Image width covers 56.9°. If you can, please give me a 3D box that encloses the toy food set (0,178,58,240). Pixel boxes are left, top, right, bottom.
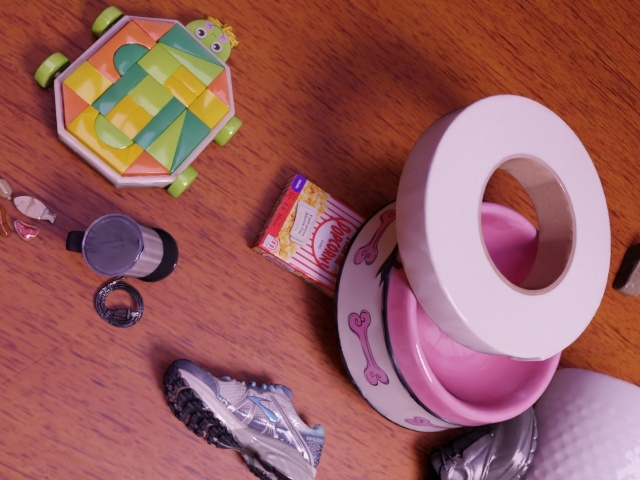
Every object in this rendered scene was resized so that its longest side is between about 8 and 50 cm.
[{"bbox_3d":[-0.445,-0.041,0.830,0.122,0.019,0.077,38,68,-22],"label":"toy food set"}]

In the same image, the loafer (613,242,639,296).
[{"bbox_3d":[0.702,0.063,1.308,0.050,0.056,0.148,41,77,-13],"label":"loafer"}]

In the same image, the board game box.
[{"bbox_3d":[0.000,0.000,1.005,0.194,0.045,0.146,32,69,-18],"label":"board game box"}]

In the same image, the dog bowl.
[{"bbox_3d":[0.230,0.113,0.960,0.408,0.150,0.407,4,82,-31],"label":"dog bowl"}]

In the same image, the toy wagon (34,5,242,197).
[{"bbox_3d":[-0.248,-0.245,0.925,0.267,0.068,0.344,42,67,-13],"label":"toy wagon"}]

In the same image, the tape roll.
[{"bbox_3d":[0.285,-0.019,0.880,0.392,0.072,0.391,4,81,-30],"label":"tape roll"}]

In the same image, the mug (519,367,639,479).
[{"bbox_3d":[0.493,0.463,1.031,0.374,0.276,0.328,44,69,-23],"label":"mug"}]

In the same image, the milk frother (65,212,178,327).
[{"bbox_3d":[-0.277,0.047,0.824,0.129,0.135,0.143,-11,82,6],"label":"milk frother"}]

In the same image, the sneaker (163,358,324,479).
[{"bbox_3d":[-0.110,0.260,0.896,0.283,0.110,0.122,44,49,-14],"label":"sneaker"}]

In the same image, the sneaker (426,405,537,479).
[{"bbox_3d":[0.257,0.376,1.003,0.130,0.109,0.286,36,82,-6],"label":"sneaker"}]
